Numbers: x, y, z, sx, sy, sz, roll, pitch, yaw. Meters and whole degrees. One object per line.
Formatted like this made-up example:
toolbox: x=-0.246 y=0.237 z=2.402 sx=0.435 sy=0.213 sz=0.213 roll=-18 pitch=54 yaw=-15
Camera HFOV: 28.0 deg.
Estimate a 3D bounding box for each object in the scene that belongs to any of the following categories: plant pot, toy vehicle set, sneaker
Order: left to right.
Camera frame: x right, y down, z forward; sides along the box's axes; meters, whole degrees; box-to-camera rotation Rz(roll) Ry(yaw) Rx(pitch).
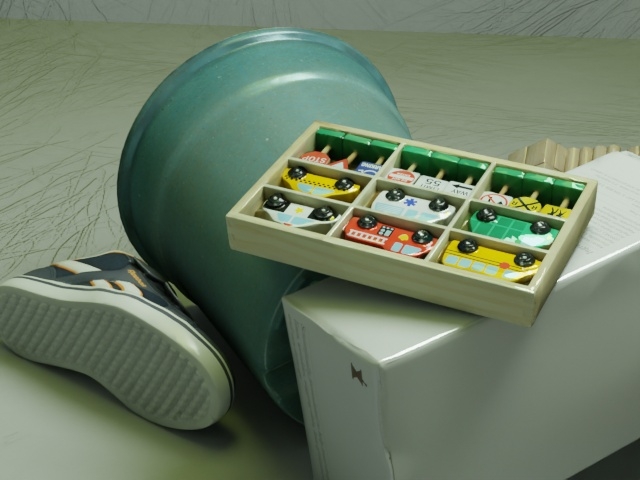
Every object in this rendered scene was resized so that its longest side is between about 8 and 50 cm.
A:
sneaker: x=-0.186 y=0.085 z=1.295 sx=0.321 sy=0.126 sz=0.127 roll=19 pitch=31 yaw=35
plant pot: x=0.000 y=0.000 z=1.314 sx=0.341 sy=0.341 sz=0.334 roll=-5 pitch=31 yaw=-24
toy vehicle set: x=0.078 y=-0.022 z=1.071 sx=0.266 sy=0.035 sz=0.166 roll=14 pitch=40 yaw=22

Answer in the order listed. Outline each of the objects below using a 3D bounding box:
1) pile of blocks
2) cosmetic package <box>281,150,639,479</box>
pile of blocks: x=0.448 y=-0.062 z=1.858 sx=0.362 sy=0.149 sz=0.113 roll=3 pitch=63 yaw=20
cosmetic package: x=0.175 y=0.093 z=1.132 sx=0.385 sy=0.217 sz=0.156 roll=-20 pitch=31 yaw=-24
